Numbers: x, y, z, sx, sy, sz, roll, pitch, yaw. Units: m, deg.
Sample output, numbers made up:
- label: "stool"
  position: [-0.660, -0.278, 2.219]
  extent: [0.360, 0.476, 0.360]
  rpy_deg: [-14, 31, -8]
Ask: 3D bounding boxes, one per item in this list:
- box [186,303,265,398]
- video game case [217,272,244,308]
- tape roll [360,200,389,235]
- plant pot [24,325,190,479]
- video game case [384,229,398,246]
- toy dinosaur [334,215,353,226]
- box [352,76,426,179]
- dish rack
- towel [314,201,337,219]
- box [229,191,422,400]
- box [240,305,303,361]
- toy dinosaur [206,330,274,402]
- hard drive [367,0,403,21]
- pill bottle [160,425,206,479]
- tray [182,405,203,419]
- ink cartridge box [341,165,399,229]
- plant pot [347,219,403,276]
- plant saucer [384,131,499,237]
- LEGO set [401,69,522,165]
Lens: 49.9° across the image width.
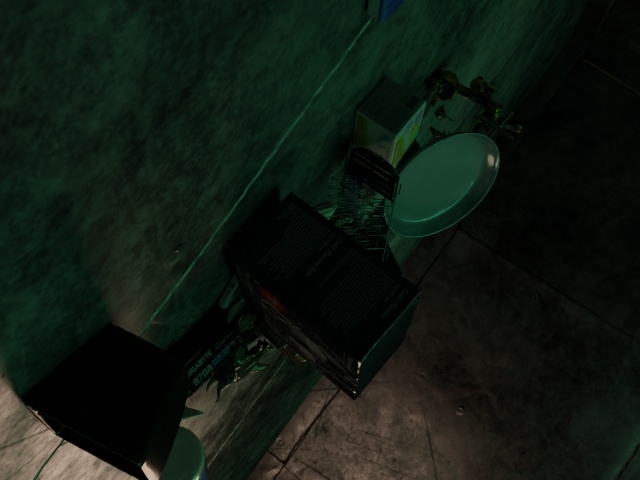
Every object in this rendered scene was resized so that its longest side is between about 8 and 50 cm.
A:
- label: "box"
  position: [-0.226, 0.242, 1.435]
  extent: [0.220, 0.051, 0.175]
  rpy_deg: [-45, -178, -32]
- label: "video game case"
  position: [-0.125, 0.048, 1.467]
  extent: [0.183, 0.023, 0.201]
  rpy_deg: [-59, 167, 18]
- label: "tape roll"
  position: [0.178, -0.033, 2.179]
  extent: [0.189, 0.080, 0.189]
  rpy_deg: [-49, 166, -16]
- label: "plant pot"
  position: [-0.298, 0.245, 1.050]
  extent: [0.167, 0.187, 0.188]
  rpy_deg: [-60, 171, -29]
- label: "video game case"
  position: [0.211, 0.019, 2.094]
  extent: [0.300, 0.036, 0.329]
  rpy_deg: [-51, 168, -44]
- label: "toy dinosaur"
  position: [0.000, 0.000, 1.665]
  extent: [0.183, 0.053, 0.092]
  rpy_deg: [-38, 144, -26]
- label: "box"
  position: [0.144, -0.237, 1.500]
  extent: [0.114, 0.103, 0.203]
  rpy_deg: [-50, 166, -18]
- label: "dish rack"
  position: [0.079, -0.060, 1.497]
  extent: [0.074, 0.208, 0.271]
  rpy_deg: [-7, 119, -33]
- label: "towel"
  position: [-0.025, -0.022, 1.646]
  extent: [0.152, 0.023, 0.113]
  rpy_deg: [-57, 164, 23]
- label: "box"
  position: [0.009, 0.124, 1.370]
  extent: [0.179, 0.312, 0.343]
  rpy_deg: [-48, 163, -18]
- label: "box"
  position: [-0.060, 0.191, 1.769]
  extent: [0.191, 0.143, 0.381]
  rpy_deg: [-46, 164, -7]
- label: "toy dinosaur"
  position: [-0.202, 0.285, 1.660]
  extent: [0.160, 0.121, 0.313]
  rpy_deg: [-41, 170, -4]
- label: "hard drive"
  position: [0.153, -0.501, 1.012]
  extent: [0.210, 0.040, 0.318]
  rpy_deg: [-50, 166, -17]
- label: "pill bottle"
  position: [-0.352, 0.556, 1.667]
  extent: [0.152, 0.152, 0.272]
  rpy_deg: [-47, 165, -27]
- label: "tray"
  position: [-0.345, 0.367, 1.379]
  extent: [0.145, 0.030, 0.270]
  rpy_deg: [-20, 168, 7]
- label: "ink cartridge box"
  position: [0.133, -0.160, 1.747]
  extent: [0.186, 0.065, 0.311]
  rpy_deg: [-50, 169, -16]
- label: "plant pot"
  position: [0.090, 0.070, 1.867]
  extent: [0.165, 0.165, 0.234]
  rpy_deg: [-27, 177, -11]
- label: "plant saucer"
  position: [0.285, -0.138, 1.657]
  extent: [0.318, 0.043, 0.317]
  rpy_deg: [-18, 139, -17]
- label: "LEGO set"
  position: [0.331, -0.257, 1.778]
  extent: [0.331, 0.255, 0.192]
  rpy_deg: [-54, -175, 33]
